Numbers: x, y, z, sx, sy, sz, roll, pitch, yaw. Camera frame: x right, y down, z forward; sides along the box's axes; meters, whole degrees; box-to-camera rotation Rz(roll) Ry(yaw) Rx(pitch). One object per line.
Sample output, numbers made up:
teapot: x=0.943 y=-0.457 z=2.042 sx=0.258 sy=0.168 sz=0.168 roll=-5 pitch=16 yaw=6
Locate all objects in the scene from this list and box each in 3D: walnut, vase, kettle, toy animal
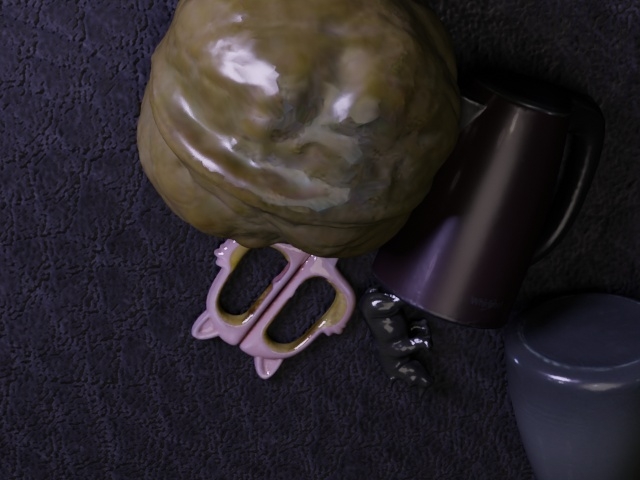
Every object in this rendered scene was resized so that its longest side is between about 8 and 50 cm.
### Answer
walnut: x=-0.019 y=-0.122 z=1.562 sx=0.277 sy=0.282 sz=0.253 roll=18 pitch=72 yaw=-5
vase: x=0.280 y=0.227 z=1.794 sx=0.173 sy=0.173 sz=0.321 roll=-7 pitch=119 yaw=-2
kettle: x=0.176 y=-0.044 z=1.679 sx=0.202 sy=0.144 sz=0.232 roll=11 pitch=111 yaw=-31
toy animal: x=0.083 y=0.102 z=1.780 sx=0.065 sy=0.047 sz=0.135 roll=-16 pitch=116 yaw=8

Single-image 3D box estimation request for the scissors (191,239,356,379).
scissors: x=0.000 y=0.000 z=1.739 sx=0.160 sy=0.024 sz=0.317 roll=33 pitch=107 yaw=-17
